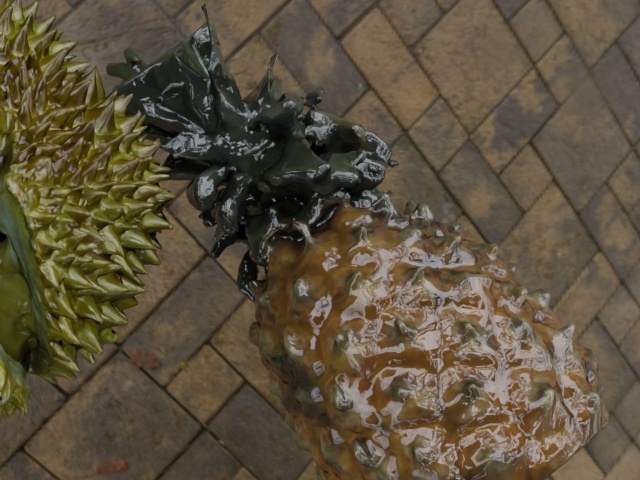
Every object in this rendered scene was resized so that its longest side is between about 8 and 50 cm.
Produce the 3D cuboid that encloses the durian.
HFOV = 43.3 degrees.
[{"bbox_3d":[-0.162,-0.019,0.377,0.193,0.237,0.138,-42,144,22],"label":"durian"}]

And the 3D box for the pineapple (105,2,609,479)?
[{"bbox_3d":[0.000,0.000,0.452,0.169,0.169,0.340,-33,78,-20],"label":"pineapple"}]
